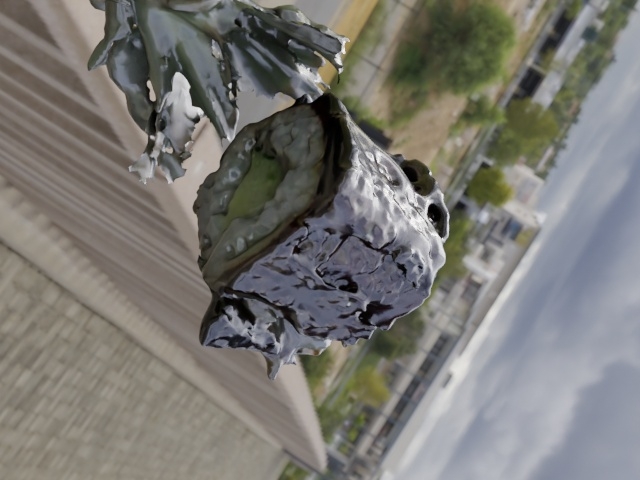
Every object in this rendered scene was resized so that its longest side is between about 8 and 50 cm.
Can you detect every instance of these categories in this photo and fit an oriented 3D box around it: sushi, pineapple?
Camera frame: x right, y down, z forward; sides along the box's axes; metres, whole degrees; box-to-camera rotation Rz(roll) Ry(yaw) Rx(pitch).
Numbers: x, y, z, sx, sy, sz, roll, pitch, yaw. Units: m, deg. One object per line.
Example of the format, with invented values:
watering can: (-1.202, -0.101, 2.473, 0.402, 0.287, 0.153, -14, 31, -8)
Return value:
sushi: (0.000, -0.001, 0.449, 0.094, 0.084, 0.098, -30, -133, 29)
pineapple: (-0.119, -0.182, 0.440, 0.175, 0.175, 0.361, -53, 134, -31)
